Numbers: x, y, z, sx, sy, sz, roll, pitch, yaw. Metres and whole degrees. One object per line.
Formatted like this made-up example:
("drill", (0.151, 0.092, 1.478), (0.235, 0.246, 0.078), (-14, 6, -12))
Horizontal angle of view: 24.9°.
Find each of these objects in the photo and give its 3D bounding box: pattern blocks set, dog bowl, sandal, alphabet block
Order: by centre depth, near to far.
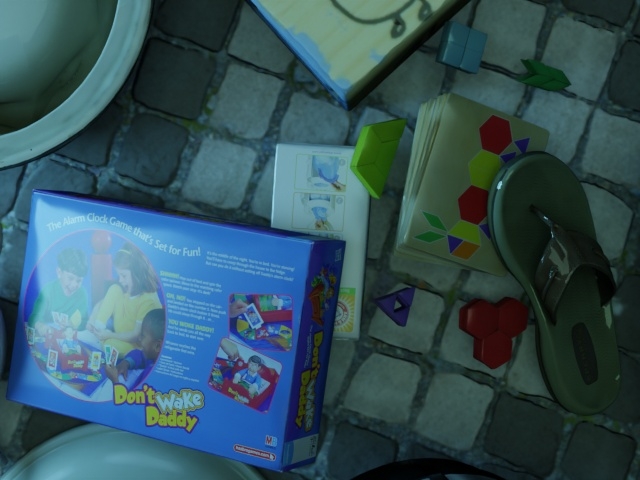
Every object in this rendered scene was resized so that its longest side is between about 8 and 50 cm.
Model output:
("alphabet block", (0.037, -0.271, 1.516), (0.197, 0.193, 0.192), (-43, 92, 3))
("sandal", (0.271, 0.045, 1.543), (0.120, 0.086, 0.303), (-26, 103, -21))
("pattern blocks set", (0.158, -0.053, 1.545), (0.285, 0.026, 0.325), (27, 85, -25))
("dog bowl", (-0.368, -0.273, 1.552), (0.407, 0.150, 0.408), (0, 92, 1))

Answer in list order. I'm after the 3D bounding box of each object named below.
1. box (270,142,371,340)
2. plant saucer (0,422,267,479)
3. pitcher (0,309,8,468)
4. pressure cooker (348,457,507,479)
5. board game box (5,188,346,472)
("box", (0.000, 0.000, 1.565), (0.103, 0.114, 0.203), (4, 92, 3))
("plant saucer", (-0.213, 0.400, 1.595), (0.400, 0.100, 0.401), (0, 92, 3))
("pitcher", (-0.430, 0.146, 1.592), (0.177, 0.125, 0.207), (4, 104, 17))
("pressure cooker", (0.125, 0.426, 1.434), (0.369, 0.420, 0.376), (11, 104, -26))
("board game box", (-0.157, 0.087, 1.521), (0.347, 0.078, 0.233), (11, 95, 26))
